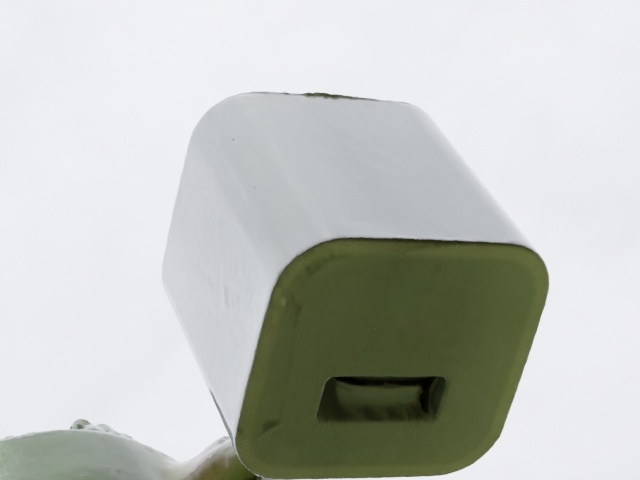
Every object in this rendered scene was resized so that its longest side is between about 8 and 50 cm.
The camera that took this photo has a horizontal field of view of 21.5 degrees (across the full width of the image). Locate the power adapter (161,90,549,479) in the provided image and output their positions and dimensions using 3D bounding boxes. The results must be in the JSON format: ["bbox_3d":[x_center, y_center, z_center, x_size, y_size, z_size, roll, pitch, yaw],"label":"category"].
[{"bbox_3d":[0.000,0.000,0.782,0.130,0.205,0.125,2,-60,-21],"label":"power adapter"}]

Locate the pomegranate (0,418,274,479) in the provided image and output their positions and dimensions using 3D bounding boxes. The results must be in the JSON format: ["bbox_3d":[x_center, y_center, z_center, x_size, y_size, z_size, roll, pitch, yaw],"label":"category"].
[{"bbox_3d":[-0.138,0.228,1.103,0.340,0.260,0.260,-32,-64,17],"label":"pomegranate"}]
